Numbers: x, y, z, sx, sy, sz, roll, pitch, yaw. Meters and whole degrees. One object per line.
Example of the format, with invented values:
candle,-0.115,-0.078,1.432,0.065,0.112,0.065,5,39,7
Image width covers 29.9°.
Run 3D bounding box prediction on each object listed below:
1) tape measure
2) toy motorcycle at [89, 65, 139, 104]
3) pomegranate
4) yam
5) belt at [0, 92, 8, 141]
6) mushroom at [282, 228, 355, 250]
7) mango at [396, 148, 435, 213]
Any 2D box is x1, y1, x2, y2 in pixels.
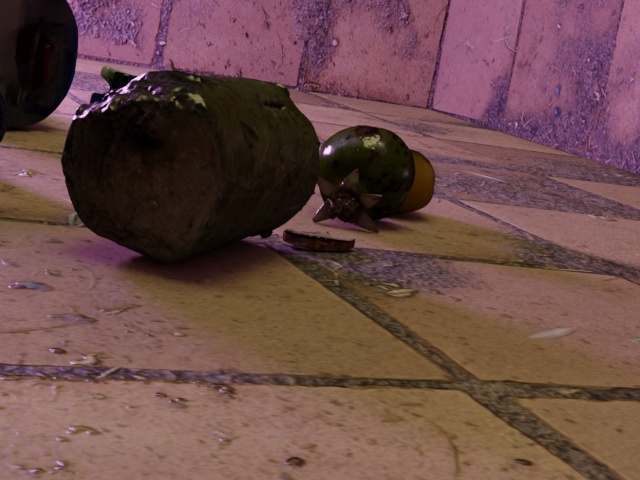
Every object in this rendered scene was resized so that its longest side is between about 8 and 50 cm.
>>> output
tape measure,-0.528,-0.322,1.980,0.138,0.259,0.262,15,12,26
toy motorcycle,-0.229,-0.205,2.046,0.331,0.125,0.196,8,9,-34
pomegranate,0.059,-0.089,1.663,0.148,0.148,0.169,11,18,3
yam,-0.132,-0.082,1.281,0.195,0.195,0.300,14,10,18
belt,-0.514,-0.162,1.486,0.126,0.139,0.230,20,17,40
mushroom,0.000,0.000,1.443,0.101,0.019,0.049,6,12,-32
mango,0.084,-0.097,1.824,0.195,0.098,0.137,11,14,30
